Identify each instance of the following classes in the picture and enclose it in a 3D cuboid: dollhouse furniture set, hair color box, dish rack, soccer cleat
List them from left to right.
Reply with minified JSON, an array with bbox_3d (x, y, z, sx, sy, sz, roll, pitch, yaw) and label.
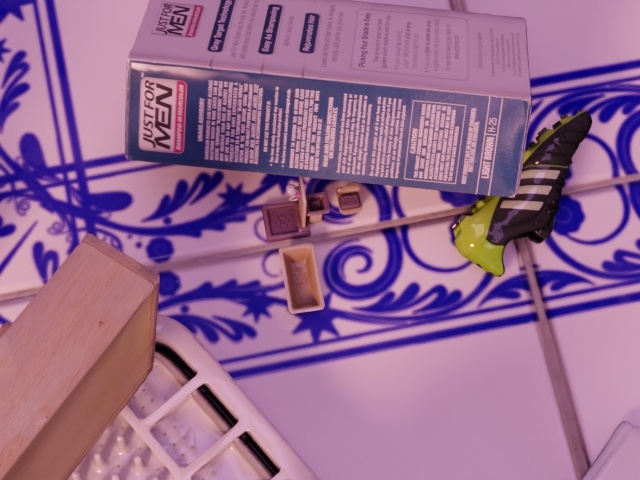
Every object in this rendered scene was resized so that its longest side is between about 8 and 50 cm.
[{"bbox_3d":[-0.361,0.058,1.422,0.394,0.362,0.256,31,60,11],"label":"dollhouse furniture set"},{"bbox_3d":[-0.177,0.255,1.532,0.333,0.072,0.285,-38,75,-15],"label":"dish rack"},{"bbox_3d":[0.000,0.000,1.631,0.091,0.081,0.114,-8,69,-5],"label":"dollhouse furniture set"},{"bbox_3d":[0.009,-0.138,1.634,0.347,0.105,0.174,6,31,1],"label":"hair color box"},{"bbox_3d":[0.196,-0.043,1.671,0.072,0.060,0.179,43,80,4],"label":"soccer cleat"}]

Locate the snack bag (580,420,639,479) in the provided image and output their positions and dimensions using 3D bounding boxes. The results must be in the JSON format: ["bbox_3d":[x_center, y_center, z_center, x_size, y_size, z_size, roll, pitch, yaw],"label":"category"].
[{"bbox_3d":[0.303,0.354,1.526,0.342,0.037,0.323,38,73,13],"label":"snack bag"}]
